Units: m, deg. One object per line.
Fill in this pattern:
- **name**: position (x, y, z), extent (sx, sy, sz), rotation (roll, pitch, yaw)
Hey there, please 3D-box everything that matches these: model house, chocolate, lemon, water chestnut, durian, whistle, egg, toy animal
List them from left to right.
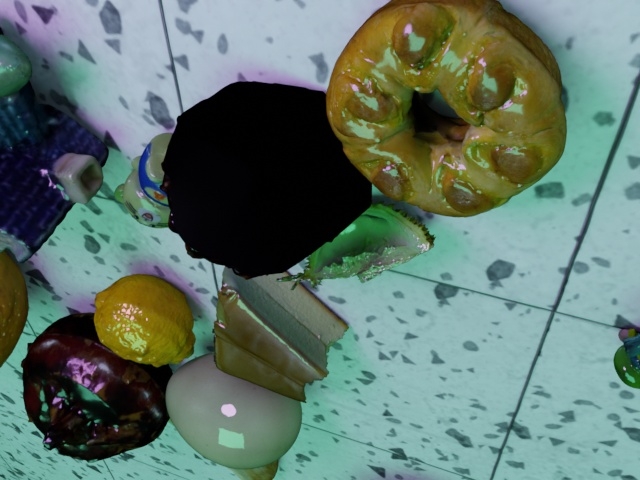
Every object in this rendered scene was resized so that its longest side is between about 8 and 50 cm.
- **model house**: position (-0.430, -0.127, 0.820), extent (0.284, 0.243, 0.299), rotation (11, 146, 14)
- **water chestnut**: position (-0.427, 0.291, 1.216), extent (0.299, 0.300, 0.300), rotation (15, 137, 14)
- **lemon**: position (-0.283, 0.133, 1.077), extent (0.187, 0.142, 0.142), rotation (38, 138, -16)
- **whistle**: position (-0.194, -0.083, 0.851), extent (0.105, 0.085, 0.227), rotation (30, 139, -17)
- **egg**: position (-0.153, 0.287, 1.127), extent (0.253, 0.189, 0.189), rotation (16, 138, 19)
- **chocolate**: position (-0.074, -0.052, 0.768), extent (0.206, 0.224, 0.177), rotation (51, 164, 8)
- **durian**: position (0.045, 0.008, 0.805), extent (0.215, 0.100, 0.086), rotation (-17, 120, 31)
- **toy animal**: position (0.400, 0.104, 0.717), extent (0.103, 0.100, 0.208), rotation (-5, 159, -21)

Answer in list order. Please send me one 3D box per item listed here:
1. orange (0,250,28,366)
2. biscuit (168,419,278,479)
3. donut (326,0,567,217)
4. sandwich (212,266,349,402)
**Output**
- **orange**: position (-0.689, 0.109, 1.157), extent (0.340, 0.293, 0.341), rotation (29, 153, 16)
- **biscuit**: position (-0.200, 0.427, 1.407), extent (0.204, 0.040, 0.309), rotation (-24, 118, 42)
- **donut**: position (0.116, -0.127, 0.621), extent (0.226, 0.114, 0.227), rotation (15, 138, 14)
- **sandwich**: position (-0.058, 0.129, 0.980), extent (0.186, 0.108, 0.220), rotation (17, 135, 12)
